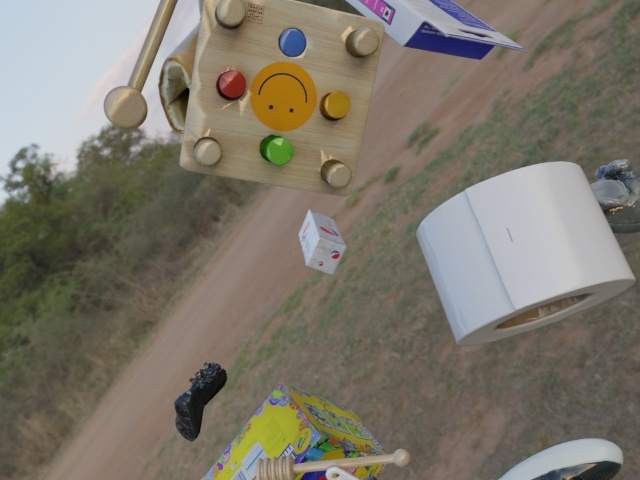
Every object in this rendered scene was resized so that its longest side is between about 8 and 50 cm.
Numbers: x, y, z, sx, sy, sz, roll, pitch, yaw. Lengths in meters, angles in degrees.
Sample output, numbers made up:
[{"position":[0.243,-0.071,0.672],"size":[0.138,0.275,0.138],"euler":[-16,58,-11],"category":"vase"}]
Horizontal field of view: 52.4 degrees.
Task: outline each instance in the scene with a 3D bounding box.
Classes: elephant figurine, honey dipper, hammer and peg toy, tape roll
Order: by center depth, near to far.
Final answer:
[{"position":[0.013,0.235,0.677],"size":[0.160,0.031,0.030],"euler":[-8,21,7],"category":"honey dipper"},{"position":[0.273,0.024,0.891],"size":[0.246,0.246,0.169],"euler":[-39,61,45],"category":"tape roll"},{"position":[-0.104,-0.217,0.892],"size":[0.127,0.361,0.266],"euler":[-131,51,-73],"category":"hammer and peg toy"},{"position":[0.544,-0.057,1.310],"size":[0.239,0.169,0.186],"euler":[-20,4,-26],"category":"elephant figurine"}]

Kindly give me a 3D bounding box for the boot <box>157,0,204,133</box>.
[{"position":[-0.189,-0.342,1.056],"size":[0.270,0.089,0.236],"euler":[-72,-21,-47],"category":"boot"}]

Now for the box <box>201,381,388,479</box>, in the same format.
[{"position":[-0.050,0.507,1.442],"size":[0.290,0.279,0.177],"euler":[-52,45,5],"category":"box"}]

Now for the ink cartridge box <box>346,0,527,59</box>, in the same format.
[{"position":[0.167,-0.390,1.112],"size":[0.371,0.175,0.069],"euler":[53,134,43],"category":"ink cartridge box"}]

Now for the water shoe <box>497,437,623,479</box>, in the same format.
[{"position":[0.154,0.230,0.499],"size":[0.203,0.073,0.080],"euler":[-36,45,12],"category":"water shoe"}]

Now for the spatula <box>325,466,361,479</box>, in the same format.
[{"position":[0.073,0.342,0.702],"size":[0.168,0.242,0.019],"euler":[-55,11,12],"category":"spatula"}]

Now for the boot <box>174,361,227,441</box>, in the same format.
[{"position":[-0.200,0.270,1.099],"size":[0.099,0.045,0.121],"euler":[-47,-30,-43],"category":"boot"}]

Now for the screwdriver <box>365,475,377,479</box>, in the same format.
[{"position":[0.065,0.411,0.953],"size":[0.170,0.024,0.025],"euler":[-62,-26,-66],"category":"screwdriver"}]

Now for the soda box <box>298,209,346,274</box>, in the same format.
[{"position":[0.000,0.000,1.493],"size":[0.216,0.069,0.074],"euler":[-108,40,-70],"category":"soda box"}]
